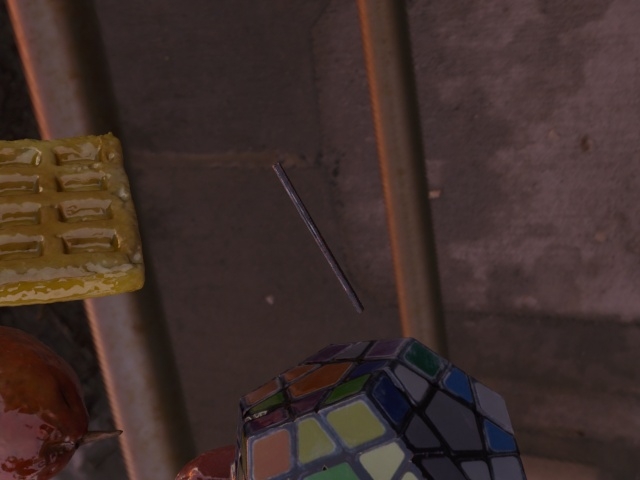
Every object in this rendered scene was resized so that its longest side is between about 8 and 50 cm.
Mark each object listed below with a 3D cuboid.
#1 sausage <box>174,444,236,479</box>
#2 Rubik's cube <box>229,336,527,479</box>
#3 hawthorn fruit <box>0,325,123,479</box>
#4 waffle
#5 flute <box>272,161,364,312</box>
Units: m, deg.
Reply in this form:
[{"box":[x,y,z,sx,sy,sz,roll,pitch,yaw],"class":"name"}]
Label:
[{"box":[-0.113,0.412,1.661,0.280,0.152,0.152,-8,113,-11],"class":"sausage"},{"box":[0.017,0.087,0.344,0.111,0.111,0.093,43,123,5],"class":"Rubik's cube"},{"box":[-0.387,0.220,1.286,0.263,0.210,0.210,10,117,15],"class":"hawthorn fruit"},{"box":[-0.301,-0.024,1.011,0.221,0.248,0.055,-4,128,-15],"class":"waffle"},{"box":[0.000,0.000,1.443,0.014,0.014,0.269,-15,117,33],"class":"flute"}]
